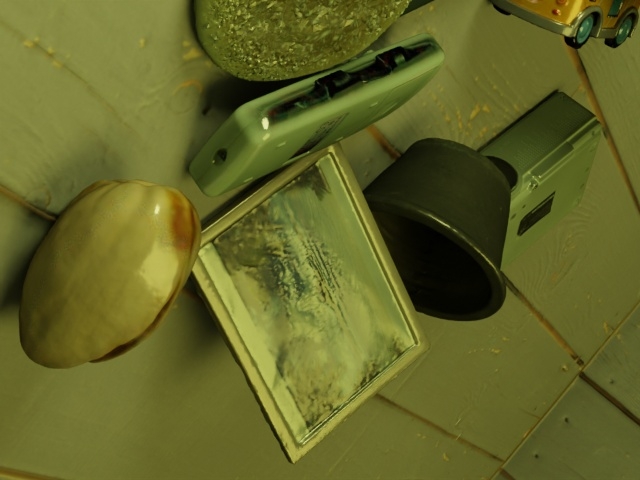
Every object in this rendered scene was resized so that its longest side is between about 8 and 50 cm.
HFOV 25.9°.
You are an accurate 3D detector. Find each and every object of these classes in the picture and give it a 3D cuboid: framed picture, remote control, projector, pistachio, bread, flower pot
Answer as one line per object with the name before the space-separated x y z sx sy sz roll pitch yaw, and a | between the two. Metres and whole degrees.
framed picture | -0.012 0.067 1.568 0.232 0.024 0.315 -39 122 -23
remote control | 0.004 -0.134 1.420 0.296 0.056 0.140 -28 173 -39
projector | 0.280 -0.069 1.966 0.256 0.099 0.192 -37 151 -27
pistachio | -0.191 0.030 1.263 0.144 0.144 0.215 -8 140 -56
bread | 0.005 -0.245 1.262 0.267 0.040 0.267 -27 148 -18
flower pot | 0.139 -0.027 1.691 0.235 0.235 0.148 85 30 -57

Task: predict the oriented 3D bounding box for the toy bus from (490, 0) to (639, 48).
toy bus | 0.301 -0.309 1.634 0.209 0.126 0.136 -12 128 -53

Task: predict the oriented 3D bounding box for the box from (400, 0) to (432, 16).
box | 0.139 -0.325 1.420 0.230 0.050 0.160 -31 150 -35
